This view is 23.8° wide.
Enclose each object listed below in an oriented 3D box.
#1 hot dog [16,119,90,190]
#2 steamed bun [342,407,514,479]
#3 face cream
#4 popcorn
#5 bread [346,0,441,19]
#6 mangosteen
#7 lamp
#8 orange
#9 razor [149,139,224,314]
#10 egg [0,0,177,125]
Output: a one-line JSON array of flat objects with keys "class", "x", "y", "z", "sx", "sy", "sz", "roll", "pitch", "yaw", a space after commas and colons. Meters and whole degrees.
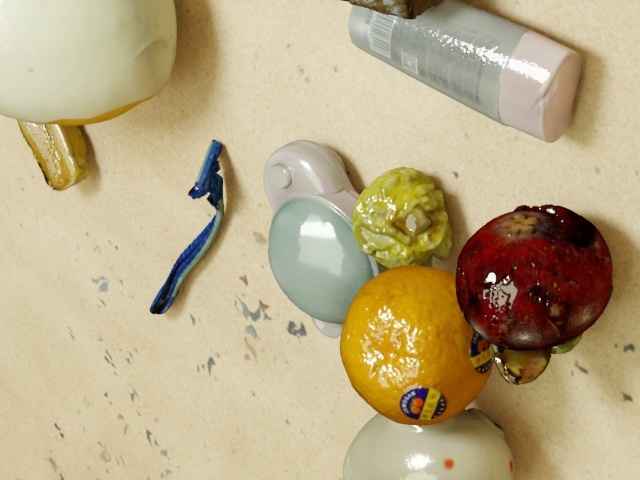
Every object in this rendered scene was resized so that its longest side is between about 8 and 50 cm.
[{"class": "hot dog", "x": -0.408, "y": -0.212, "z": 2.198, "sx": 0.083, "sy": 0.068, "sz": 0.289, "roll": -22, "pitch": 88, "yaw": 27}, {"class": "steamed bun", "x": 0.129, "y": 0.254, "z": 1.782, "sx": 0.228, "sy": 0.177, "sz": 0.130, "roll": -22, "pitch": 62, "yaw": 60}, {"class": "face cream", "x": 0.149, "y": -0.196, "z": 1.600, "sx": 0.269, "sy": 0.073, "sz": 0.107, "roll": 30, "pitch": 132, "yaw": 34}, {"class": "popcorn", "x": 0.091, "y": -0.021, "z": 1.726, "sx": 0.116, "sy": 0.106, "sz": 0.120, "roll": 40, "pitch": 135, "yaw": 40}, {"class": "bread", "x": 0.040, "y": -0.433, "z": 1.498, "sx": 0.165, "sy": 0.113, "sz": 0.416, "roll": 23, "pitch": 130, "yaw": 38}, {"class": "mangosteen", "x": 0.221, "y": 0.053, "z": 1.581, "sx": 0.166, "sy": 0.166, "sz": 0.180, "roll": 30, "pitch": 140, "yaw": 34}, {"class": "lamp", "x": -0.002, "y": 0.000, "z": 1.833, "sx": 0.179, "sy": 0.108, "sz": 0.246, "roll": -19, "pitch": 94, "yaw": 48}, {"class": "orange", "x": 0.108, "y": 0.115, "z": 1.681, "sx": 0.178, "sy": 0.155, "sz": 0.177, "roll": 13, "pitch": 114, "yaw": 31}, {"class": "razor", "x": -0.176, "y": 0.007, "z": 2.071, "sx": 0.056, "sy": 0.093, "sz": 0.324, "roll": 21, "pitch": 136, "yaw": -4}, {"class": "egg", "x": -0.350, "y": -0.286, "z": 1.900, "sx": 0.283, "sy": 0.345, "sz": 0.283, "roll": -174, "pitch": 90, "yaw": -78}]
